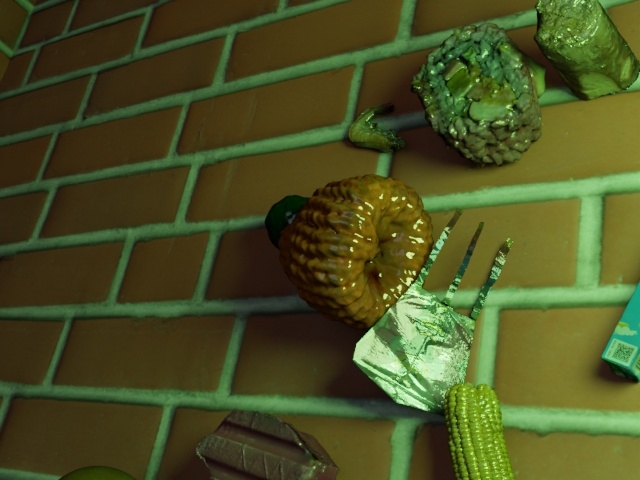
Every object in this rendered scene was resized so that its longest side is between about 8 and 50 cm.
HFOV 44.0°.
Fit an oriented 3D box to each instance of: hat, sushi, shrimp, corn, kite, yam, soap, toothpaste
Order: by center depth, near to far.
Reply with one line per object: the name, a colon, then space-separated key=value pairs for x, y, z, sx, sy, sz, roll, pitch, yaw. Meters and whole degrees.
toothpaste: x=0.522 y=0.087 z=1.228 sx=0.050 sy=0.065 sz=0.267 roll=21 pitch=77 yaw=45
corn: x=0.254 y=0.360 z=1.234 sx=0.101 sy=0.101 sz=0.292 roll=-22 pitch=55 yaw=23
kite: x=0.216 y=0.125 z=1.398 sx=0.204 sy=0.022 sz=0.360 roll=31 pitch=77 yaw=4
yam: x=0.474 y=-0.348 z=1.420 sx=0.129 sy=0.238 sz=0.128 roll=-45 pitch=53 yaw=14
soap: x=-0.104 y=0.411 z=1.447 sx=0.289 sy=0.112 sz=0.182 roll=5 pitch=66 yaw=38
sushi: x=0.322 y=-0.275 z=1.524 sx=0.236 sy=0.171 sz=0.270 roll=-31 pitch=52 yaw=17
hat: x=0.000 y=0.000 z=1.528 sx=0.400 sy=0.285 sz=0.285 roll=11 pitch=70 yaw=43
shrimp: x=0.140 y=-0.248 z=1.735 sx=0.178 sy=0.034 sz=0.124 roll=15 pitch=66 yaw=45

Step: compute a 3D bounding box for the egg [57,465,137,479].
egg: x=-0.417 y=0.583 z=1.474 sx=0.250 sy=0.250 sz=0.322 roll=-27 pitch=56 yaw=20
